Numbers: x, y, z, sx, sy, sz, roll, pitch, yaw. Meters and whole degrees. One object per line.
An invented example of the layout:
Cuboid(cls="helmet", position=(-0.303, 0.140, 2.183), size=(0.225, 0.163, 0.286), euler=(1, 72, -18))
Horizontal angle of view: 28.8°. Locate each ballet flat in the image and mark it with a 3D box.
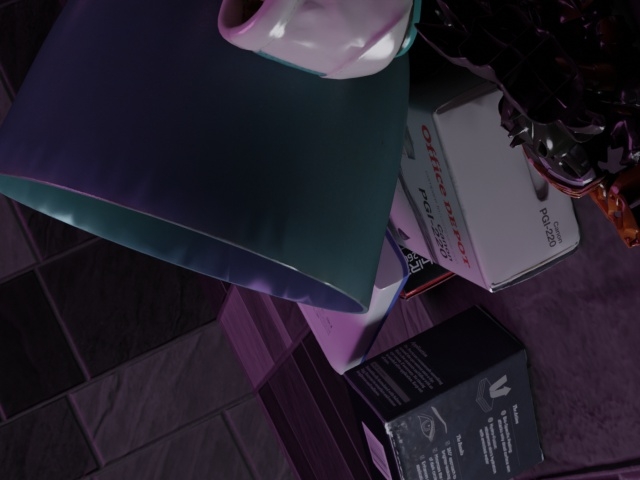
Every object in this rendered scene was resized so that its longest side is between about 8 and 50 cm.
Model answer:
Cuboid(cls="ballet flat", position=(-0.007, -0.292, 0.707), size=(0.139, 0.139, 0.400), euler=(-152, 61, -67))

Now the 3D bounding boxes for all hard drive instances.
Cuboid(cls="hard drive", position=(0.000, 0.000, 1.239), size=(0.210, 0.040, 0.319), euler=(61, 166, 14))

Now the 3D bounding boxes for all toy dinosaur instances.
Cuboid(cls="toy dinosaur", position=(0.168, -0.095, 0.730), size=(0.322, 0.164, 0.218), euler=(39, 172, 21))

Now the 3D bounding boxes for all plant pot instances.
Cuboid(cls="plant pot", position=(-0.068, -0.104, 0.908), size=(0.293, 0.293, 0.235), euler=(164, 125, -76))

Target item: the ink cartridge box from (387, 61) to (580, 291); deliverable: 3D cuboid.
Cuboid(cls="ink cartridge box", position=(0.105, -0.066, 1.025), size=(0.218, 0.092, 0.159), euler=(27, 140, 65))

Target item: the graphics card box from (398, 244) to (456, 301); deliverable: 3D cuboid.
Cuboid(cls="graphics card box", position=(0.013, -0.132, 1.243), size=(0.371, 0.094, 0.233), euler=(66, 166, -8))

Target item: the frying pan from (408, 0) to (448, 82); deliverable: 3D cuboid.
Cuboid(cls="frying pan", position=(0.042, -0.183, 1.004), size=(0.197, 0.053, 0.326), euler=(56, 150, 23))

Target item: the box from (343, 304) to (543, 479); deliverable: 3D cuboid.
Cuboid(cls="box", position=(0.123, 0.174, 1.226), size=(0.093, 0.158, 0.156), euler=(45, 156, 51))
